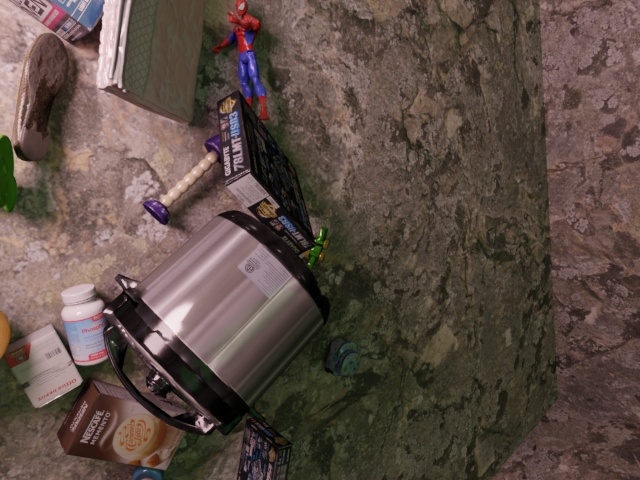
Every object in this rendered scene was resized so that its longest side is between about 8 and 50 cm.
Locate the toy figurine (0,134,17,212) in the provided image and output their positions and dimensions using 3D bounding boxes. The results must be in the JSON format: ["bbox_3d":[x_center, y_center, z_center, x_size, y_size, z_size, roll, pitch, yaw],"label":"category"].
[{"bbox_3d":[-0.643,-0.118,0.808,0.159,0.173,0.130,5,62,-20],"label":"toy figurine"}]

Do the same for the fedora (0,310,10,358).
[{"bbox_3d":[-0.666,0.210,0.843,0.194,0.194,0.079,-34,155,-29],"label":"fedora"}]

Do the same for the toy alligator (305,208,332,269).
[{"bbox_3d":[0.000,0.000,1.386,0.051,0.056,0.190,56,53,-79],"label":"toy alligator"}]

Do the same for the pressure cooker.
[{"bbox_3d":[-0.237,0.184,1.010,0.420,0.369,0.376,-46,141,-21],"label":"pressure cooker"}]

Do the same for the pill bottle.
[{"bbox_3d":[-0.500,0.179,0.988,0.087,0.087,0.160,-19,110,-35],"label":"pill bottle"}]

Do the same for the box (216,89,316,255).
[{"bbox_3d":[-0.127,-0.154,1.080,0.073,0.296,0.293,-25,140,12],"label":"box"}]

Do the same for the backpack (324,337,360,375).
[{"bbox_3d":[0.079,0.382,1.499,0.104,0.084,0.115,15,86,-42],"label":"backpack"}]

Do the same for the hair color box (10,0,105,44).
[{"bbox_3d":[-0.541,-0.496,0.768,0.347,0.173,0.105,34,78,-38],"label":"hair color box"}]

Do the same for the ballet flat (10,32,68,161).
[{"bbox_3d":[-0.548,-0.275,0.886,0.084,0.058,0.250,10,90,-66],"label":"ballet flat"}]

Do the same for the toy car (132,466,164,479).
[{"bbox_3d":[-0.474,0.683,1.072,0.237,0.219,0.211,-18,112,-5],"label":"toy car"}]

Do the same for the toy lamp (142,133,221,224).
[{"bbox_3d":[-0.298,-0.159,1.094,0.275,0.080,0.080,-51,125,-21],"label":"toy lamp"}]

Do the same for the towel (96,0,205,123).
[{"bbox_3d":[-0.319,-0.427,0.925,0.317,0.053,0.333,-25,124,-80],"label":"towel"}]

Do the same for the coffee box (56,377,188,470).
[{"bbox_3d":[-0.448,0.431,1.072,0.246,0.098,0.141,33,77,-38],"label":"coffee box"}]

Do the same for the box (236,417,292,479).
[{"bbox_3d":[-0.163,0.640,1.294,0.051,0.175,0.221,6,94,-40],"label":"box"}]

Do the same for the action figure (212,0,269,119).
[{"bbox_3d":[-0.198,-0.432,1.104,0.139,0.091,0.281,-20,111,-53],"label":"action figure"}]

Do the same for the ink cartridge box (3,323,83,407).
[{"bbox_3d":[-0.578,0.261,0.961,0.099,0.056,0.136,-29,115,-31],"label":"ink cartridge box"}]
